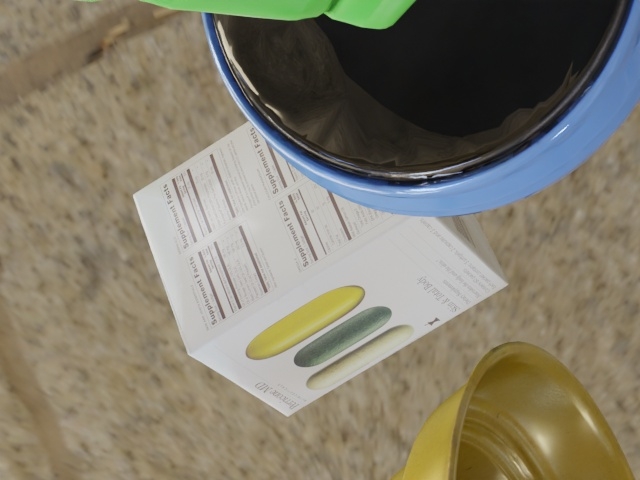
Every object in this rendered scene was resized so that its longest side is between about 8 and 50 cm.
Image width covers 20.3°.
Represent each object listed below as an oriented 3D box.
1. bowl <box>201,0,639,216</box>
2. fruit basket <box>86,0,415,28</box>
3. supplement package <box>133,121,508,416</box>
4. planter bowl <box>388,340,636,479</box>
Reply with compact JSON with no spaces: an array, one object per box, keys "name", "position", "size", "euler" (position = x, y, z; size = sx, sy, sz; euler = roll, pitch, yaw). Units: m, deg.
[{"name":"bowl","position":[0.081,-0.216,1.369],"size":[0.391,0.077,0.391],"euler":[-2,86,23]},{"name":"fruit basket","position":[-0.037,-0.320,0.720],"size":[0.283,0.392,0.392],"euler":[1,76,-31]},{"name":"supplement package","position":[0.000,0.000,1.722],"size":[0.262,0.199,0.198],"euler":[-32,56,14]},{"name":"planter bowl","position":[0.064,0.156,0.708],"size":[0.090,0.217,0.217],"euler":[-18,77,27]}]
